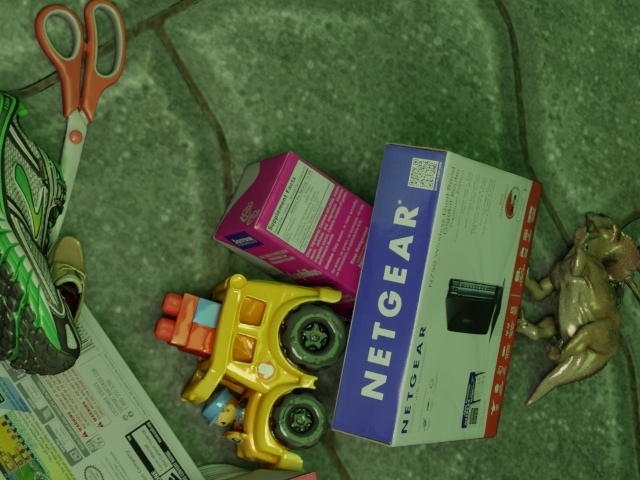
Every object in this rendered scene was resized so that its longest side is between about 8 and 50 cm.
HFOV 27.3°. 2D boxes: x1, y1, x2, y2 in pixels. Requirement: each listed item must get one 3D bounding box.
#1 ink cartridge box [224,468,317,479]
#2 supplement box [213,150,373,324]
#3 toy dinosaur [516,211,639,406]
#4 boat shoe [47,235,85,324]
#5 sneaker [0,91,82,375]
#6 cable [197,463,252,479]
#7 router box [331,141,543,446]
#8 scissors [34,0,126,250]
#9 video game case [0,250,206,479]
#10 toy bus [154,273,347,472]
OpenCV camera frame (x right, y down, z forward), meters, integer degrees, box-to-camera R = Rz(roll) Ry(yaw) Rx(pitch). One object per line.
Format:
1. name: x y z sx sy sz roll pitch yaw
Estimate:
1. ink cartridge box: -0.078 0.375 1.380 0.172 0.100 0.237 -9 91 -45
2. supplement box: 0.000 0.000 1.599 0.220 0.111 0.114 34 67 -22
3. toy dinosaur: 0.372 0.093 1.811 0.200 0.127 0.296 15 81 -36
4. boat shoe: -0.271 0.051 1.409 0.050 0.045 0.135 18 55 -28
5. sneaker: -0.311 -0.023 1.356 0.146 0.134 0.344 -10 66 -36
6. cable: -0.105 0.386 1.498 0.257 0.089 0.257 -30 99 -30
7. router box: 0.148 0.072 1.581 0.301 0.082 0.335 9 92 -60
8. scissors: -0.268 -0.134 1.507 0.109 0.021 0.297 0 82 -33
9. video game case: -0.307 0.204 1.350 0.300 0.036 0.329 -32 86 -43
10. toy bus: -0.093 0.144 1.516 0.211 0.149 0.220 14 78 -15
